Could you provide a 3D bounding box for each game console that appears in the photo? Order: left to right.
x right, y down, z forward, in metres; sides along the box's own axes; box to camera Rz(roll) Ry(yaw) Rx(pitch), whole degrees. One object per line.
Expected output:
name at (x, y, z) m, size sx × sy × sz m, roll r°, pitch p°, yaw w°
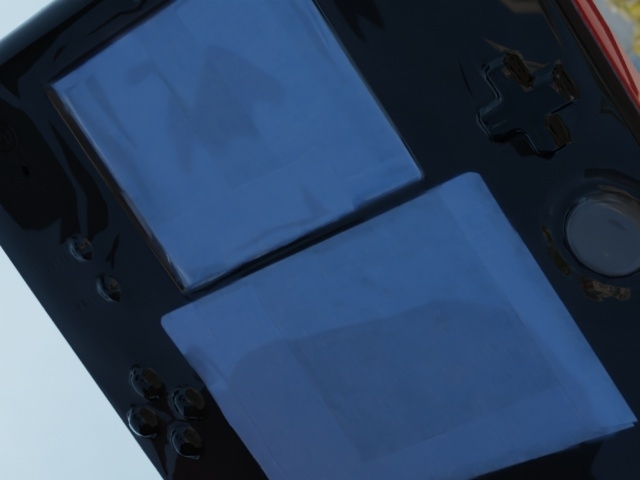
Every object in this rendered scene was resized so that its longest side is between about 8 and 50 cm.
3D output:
game console at (0.000, 0.000, 0.760) m, size 0.342 × 0.386 × 0.060 m, roll 54°, pitch -139°, yaw -13°
